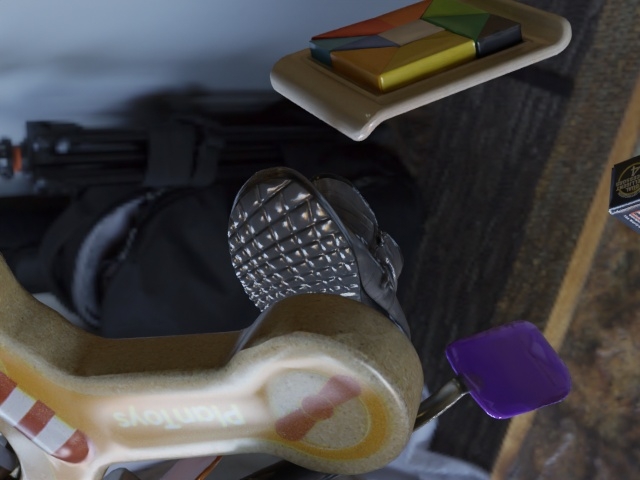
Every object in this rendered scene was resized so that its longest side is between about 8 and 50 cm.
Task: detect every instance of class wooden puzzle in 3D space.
[{"bbox_3d":[0.089,-0.189,1.077,0.221,0.238,0.044,41,153,56],"label":"wooden puzzle"}]

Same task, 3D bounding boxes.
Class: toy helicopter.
[{"bbox_3d":[-0.111,0.095,0.540,0.355,0.140,0.235,-8,121,28],"label":"toy helicopter"}]

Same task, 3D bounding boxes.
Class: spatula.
[{"bbox_3d":[0.064,0.143,0.856,0.084,0.296,0.030,56,162,35],"label":"spatula"}]

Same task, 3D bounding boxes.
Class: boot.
[{"bbox_3d":[0.000,0.000,1.178,0.223,0.118,0.338,-94,-19,-46],"label":"boot"}]

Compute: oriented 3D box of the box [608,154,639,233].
[{"bbox_3d":[0.670,-0.033,1.604,0.318,0.395,0.097,-23,45,47],"label":"box"}]
